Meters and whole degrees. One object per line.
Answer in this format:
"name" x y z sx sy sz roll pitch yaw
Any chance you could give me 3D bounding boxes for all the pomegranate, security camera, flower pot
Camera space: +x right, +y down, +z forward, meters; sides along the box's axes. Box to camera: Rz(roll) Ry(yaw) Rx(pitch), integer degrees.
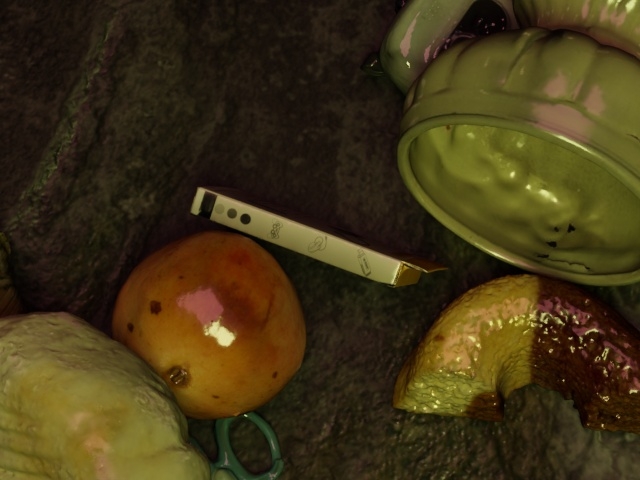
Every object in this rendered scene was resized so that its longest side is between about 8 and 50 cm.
"pomegranate" -0.106 0.084 1.528 0.191 0.191 0.191 -2 68 5
"security camera" 0.185 -0.263 1.662 0.157 0.080 0.301 37 75 -13
"flower pot" 0.245 -0.124 1.506 0.307 0.307 0.244 22 66 14

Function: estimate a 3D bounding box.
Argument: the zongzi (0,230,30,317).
"zongzi" -0.408 0.124 1.578 0.286 0.134 0.288 -34 80 -1

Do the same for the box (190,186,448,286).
"box" 0.000 0.000 1.575 0.247 0.129 0.033 20 95 14

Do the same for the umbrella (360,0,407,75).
"umbrella" 0.122 -0.275 1.713 0.071 0.071 0.248 30 79 16

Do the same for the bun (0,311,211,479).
"bun" -0.223 0.249 1.420 0.219 0.365 0.365 -2 59 -43

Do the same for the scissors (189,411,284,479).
"scissors" -0.066 0.299 1.508 0.138 0.041 0.289 -21 68 -14

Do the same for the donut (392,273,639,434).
"donut" 0.223 0.099 1.522 0.295 0.112 0.151 7 72 7
